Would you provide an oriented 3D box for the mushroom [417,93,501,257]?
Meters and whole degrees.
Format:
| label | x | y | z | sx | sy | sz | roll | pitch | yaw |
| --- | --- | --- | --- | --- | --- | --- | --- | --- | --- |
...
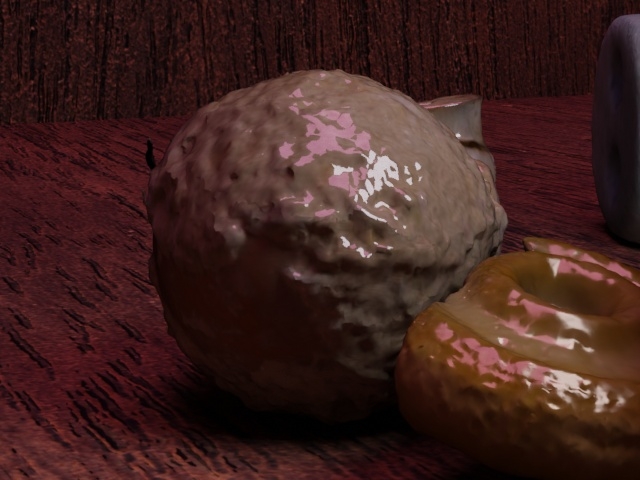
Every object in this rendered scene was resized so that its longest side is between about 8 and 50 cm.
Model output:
| label | x | y | z | sx | sy | sz | roll | pitch | yaw |
| --- | --- | --- | --- | --- | --- | --- | --- | --- | --- |
| mushroom | 0.082 | -0.040 | 1.570 | 0.189 | 0.195 | 0.253 | -5 | 8 | -4 |

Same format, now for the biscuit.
| label | x | y | z | sx | sy | sz | roll | pitch | yaw |
| --- | --- | --- | --- | --- | --- | --- | --- | --- | --- |
| biscuit | 0.183 | 0.078 | 1.057 | 0.213 | 0.091 | 0.274 | 22 | 21 | 16 |

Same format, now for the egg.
| label | x | y | z | sx | sy | sz | roll | pitch | yaw |
| --- | --- | --- | --- | --- | --- | --- | --- | --- | --- |
| egg | 0.000 | 0.000 | 1.186 | 0.279 | 0.279 | 0.310 | -2 | 9 | -6 |

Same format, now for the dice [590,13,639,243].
| label | x | y | z | sx | sy | sz | roll | pitch | yaw |
| --- | --- | --- | --- | --- | --- | --- | --- | --- | --- |
| dice | 0.470 | -0.132 | 1.863 | 0.268 | 0.262 | 0.264 | -1 | 10 | -2 |
